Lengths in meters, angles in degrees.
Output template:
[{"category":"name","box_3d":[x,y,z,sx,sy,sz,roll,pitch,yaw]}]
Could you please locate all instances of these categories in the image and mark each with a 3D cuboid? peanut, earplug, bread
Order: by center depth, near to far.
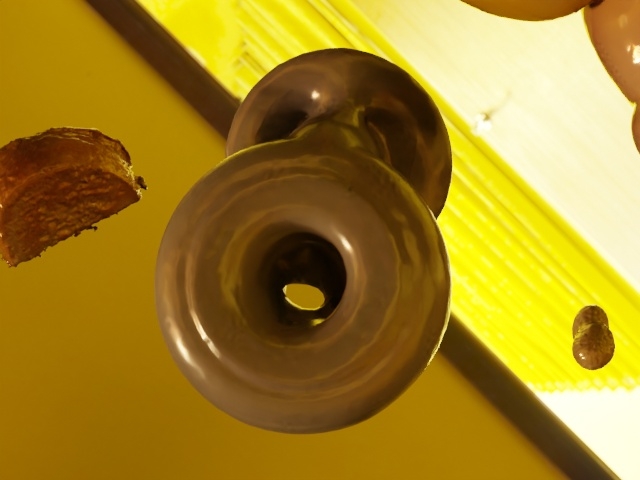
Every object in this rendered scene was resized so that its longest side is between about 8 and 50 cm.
[{"category":"earplug","box_3d":[0.001,-0.008,0.712,0.175,0.214,0.325,96,9,-51]},{"category":"peanut","box_3d":[0.231,0.083,0.783,0.037,0.037,0.083,-46,-168,25]},{"category":"bread","box_3d":[-0.368,-0.075,1.256,0.229,0.143,0.139,-30,138,-10]}]

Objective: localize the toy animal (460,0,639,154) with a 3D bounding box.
[{"category":"toy animal","box_3d":[0.198,-0.212,0.463,0.278,0.345,0.247,-15,162,-30]}]
